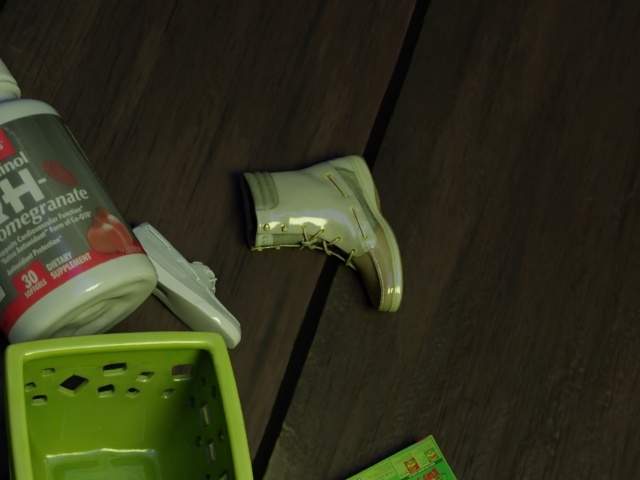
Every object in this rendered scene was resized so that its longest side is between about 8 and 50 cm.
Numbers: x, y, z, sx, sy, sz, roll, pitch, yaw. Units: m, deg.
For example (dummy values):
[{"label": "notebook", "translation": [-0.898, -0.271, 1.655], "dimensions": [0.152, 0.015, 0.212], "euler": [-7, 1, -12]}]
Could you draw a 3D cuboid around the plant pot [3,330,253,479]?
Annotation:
[{"label": "plant pot", "translation": [-0.206, 0.241, 1.460], "dimensions": [0.227, 0.207, 0.228], "euler": [-1, 57, -18]}]

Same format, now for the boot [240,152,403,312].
[{"label": "boot", "translation": [0.000, 0.000, 1.719], "dimensions": [0.165, 0.077, 0.213], "euler": [-9, 64, -21]}]

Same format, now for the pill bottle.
[{"label": "pill bottle", "translation": [-0.330, -0.043, 1.583], "dimensions": [0.176, 0.176, 0.318], "euler": [-28, 76, -26]}]

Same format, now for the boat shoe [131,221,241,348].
[{"label": "boat shoe", "translation": [-0.155, 0.049, 1.662], "dimensions": [0.184, 0.066, 0.063], "euler": [37, 62, 13]}]

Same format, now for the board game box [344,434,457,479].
[{"label": "board game box", "translation": [0.068, 0.301, 1.618], "dimensions": [0.181, 0.043, 0.092], "euler": [-23, 75, -24]}]
